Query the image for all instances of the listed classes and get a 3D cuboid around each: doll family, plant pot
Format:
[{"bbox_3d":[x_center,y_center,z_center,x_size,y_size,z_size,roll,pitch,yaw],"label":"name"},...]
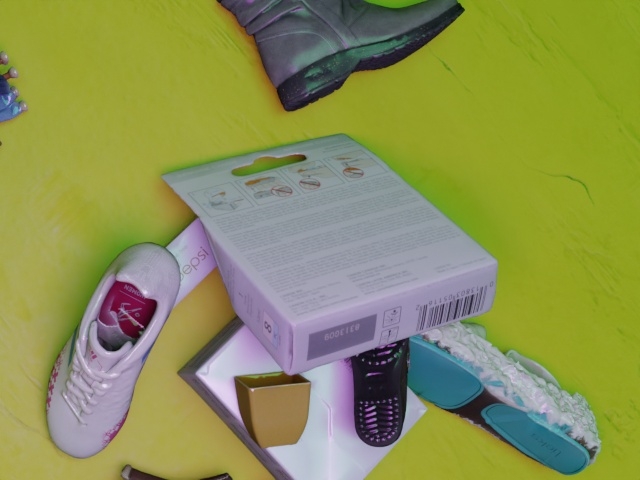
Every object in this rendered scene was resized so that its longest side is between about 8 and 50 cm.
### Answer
[{"bbox_3d":[-0.472,-0.214,1.491,0.111,0.076,0.193,-38,91,-37],"label":"doll family"},{"bbox_3d":[-0.060,0.215,1.424,0.082,0.081,0.083,-3,95,-18],"label":"plant pot"}]

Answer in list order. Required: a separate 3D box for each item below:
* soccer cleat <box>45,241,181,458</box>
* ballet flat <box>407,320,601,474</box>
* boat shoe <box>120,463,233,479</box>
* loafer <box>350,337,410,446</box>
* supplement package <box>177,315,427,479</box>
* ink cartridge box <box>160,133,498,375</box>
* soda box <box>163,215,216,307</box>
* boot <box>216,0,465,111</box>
[{"bbox_3d":[-0.279,0.151,1.417,0.116,0.143,0.331,26,109,0],"label":"soccer cleat"},{"bbox_3d":[0.243,0.203,1.667,0.409,0.147,0.147,34,75,-15],"label":"ballet flat"},{"bbox_3d":[-0.240,0.342,1.497,0.257,0.095,0.095,-16,83,-19],"label":"boat shoe"},{"bbox_3d":[0.077,0.169,1.480,0.080,0.078,0.220,2,65,11],"label":"loafer"},{"bbox_3d":[-0.027,0.206,1.552,0.204,0.145,0.262,-44,98,-17],"label":"supplement package"},{"bbox_3d":[0.000,0.000,1.508,0.308,0.385,0.091,-16,128,-27],"label":"ink cartridge box"},{"bbox_3d":[-0.211,0.051,1.547,0.069,0.074,0.216,47,73,-8],"label":"soda box"},{"bbox_3d":[0.036,-0.354,1.658,0.338,0.118,0.222,-27,87,-23],"label":"boot"}]
